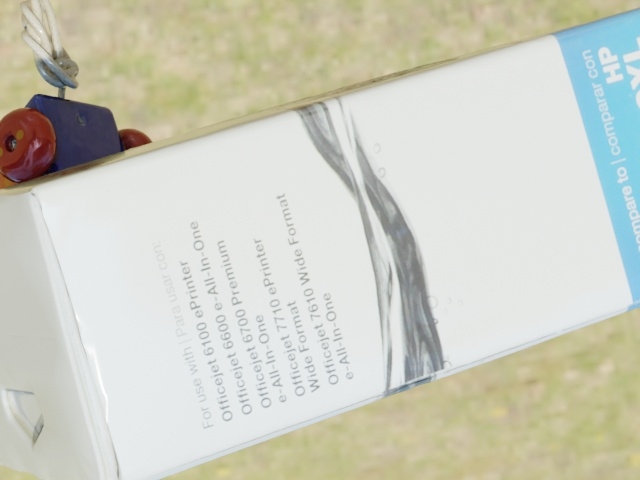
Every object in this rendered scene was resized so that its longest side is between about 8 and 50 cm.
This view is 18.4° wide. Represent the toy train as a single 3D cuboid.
[{"bbox_3d":[-0.177,-0.029,1.150,0.143,0.248,0.105,-31,157,30],"label":"toy train"}]

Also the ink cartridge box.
[{"bbox_3d":[0.000,0.000,0.898,0.307,0.129,0.223,-18,-175,-22],"label":"ink cartridge box"}]
